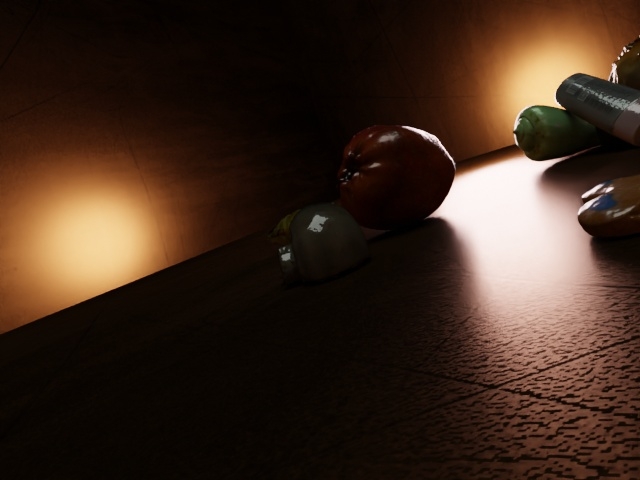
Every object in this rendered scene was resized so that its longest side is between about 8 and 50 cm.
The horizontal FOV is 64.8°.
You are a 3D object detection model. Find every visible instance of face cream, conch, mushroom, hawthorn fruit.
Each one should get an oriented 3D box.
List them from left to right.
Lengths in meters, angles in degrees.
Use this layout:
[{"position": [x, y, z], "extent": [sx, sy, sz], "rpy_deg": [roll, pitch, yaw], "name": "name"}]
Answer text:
[{"position": [0.000, 0.000, 0.784], "extent": [0.141, 0.117, 0.188], "rpy_deg": [-7, 0, -5], "name": "mushroom"}, {"position": [0.173, -0.132, 1.015], "extent": [0.299, 0.211, 0.211], "rpy_deg": [-10, 0, -32], "name": "hawthorn fruit"}, {"position": [0.590, -0.269, 1.255], "extent": [0.251, 0.137, 0.143], "rpy_deg": [-10, -21, -23], "name": "conch"}, {"position": [0.625, -0.292, 1.093], "extent": [0.107, 0.073, 0.269], "rpy_deg": [-44, 31, 13], "name": "face cream"}]

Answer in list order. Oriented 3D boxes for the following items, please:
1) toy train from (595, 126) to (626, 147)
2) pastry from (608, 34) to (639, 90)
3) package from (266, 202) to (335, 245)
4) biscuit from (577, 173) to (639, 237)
[{"position": [0.769, -0.277, 1.016], "extent": [0.089, 0.086, 0.409], "rpy_deg": [-23, 8, -30], "name": "toy train"}, {"position": [0.831, -0.402, 1.152], "extent": [0.285, 0.184, 0.316], "rpy_deg": [7, -4, -37], "name": "pastry"}, {"position": [-0.033, -0.035, 1.246], "extent": [0.168, 0.090, 0.226], "rpy_deg": [-24, 5, -19], "name": "package"}, {"position": [0.413, -0.075, 0.463], "extent": [0.324, 0.049, 0.205], "rpy_deg": [-13, 7, 30], "name": "biscuit"}]
